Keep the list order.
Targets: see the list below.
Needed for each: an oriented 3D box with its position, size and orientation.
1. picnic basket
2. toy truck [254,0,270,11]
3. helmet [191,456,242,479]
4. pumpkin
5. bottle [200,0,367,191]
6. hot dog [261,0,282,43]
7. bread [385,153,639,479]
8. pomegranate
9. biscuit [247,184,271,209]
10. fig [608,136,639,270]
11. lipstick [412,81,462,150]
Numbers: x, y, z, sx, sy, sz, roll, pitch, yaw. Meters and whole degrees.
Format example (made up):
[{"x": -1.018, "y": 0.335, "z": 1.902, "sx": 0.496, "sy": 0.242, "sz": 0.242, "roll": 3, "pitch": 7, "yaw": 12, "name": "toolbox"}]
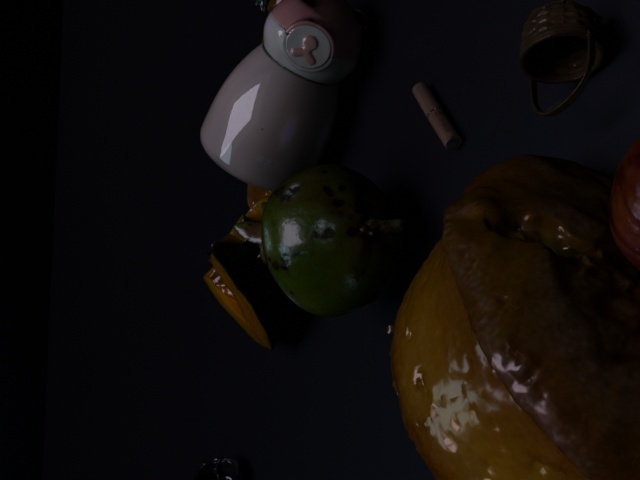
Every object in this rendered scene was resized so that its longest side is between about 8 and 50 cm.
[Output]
[{"x": 0.189, "y": -0.138, "z": 0.759, "sx": 0.072, "sy": 0.072, "sz": 0.083, "roll": -41, "pitch": 37, "yaw": 54, "name": "picnic basket"}, {"x": -0.068, "y": -0.394, "z": 1.315, "sx": 0.080, "sy": 0.078, "sz": 0.154, "roll": 56, "pitch": 134, "yaw": 50, "name": "toy truck"}, {"x": -0.133, "y": 0.337, "z": 1.338, "sx": 0.084, "sy": 0.049, "sz": 0.065, "roll": -8, "pitch": 42, "yaw": 37, "name": "helmet"}, {"x": -0.061, "y": 0.041, "z": 1.220, "sx": 0.149, "sy": 0.130, "sz": 0.254, "roll": 50, "pitch": 165, "yaw": 3, "name": "pumpkin"}, {"x": -0.034, "y": -0.188, "z": 1.145, "sx": 0.237, "sy": 0.147, "sz": 0.147, "roll": -60, "pitch": 35, "yaw": 26, "name": "bottle"}, {"x": -0.025, "y": -0.300, "z": 1.214, "sx": 0.061, "sy": 0.087, "sz": 0.286, "roll": -78, "pitch": -2, "yaw": -69, "name": "hot dog"}, {"x": 0.149, "y": 0.082, "z": 0.679, "sx": 0.194, "sy": 0.178, "sz": 0.340, "roll": -59, "pitch": 36, "yaw": 42, "name": "bread"}, {"x": 0.003, "y": -0.006, "z": 1.032, "sx": 0.220, "sy": 0.156, "sz": 0.156, "roll": -148, "pitch": 66, "yaw": -71, "name": "pomegranate"}, {"x": -0.065, "y": -0.096, "z": 1.311, "sx": 0.118, "sy": 0.023, "sz": 0.140, "roll": 46, "pitch": 125, "yaw": 56, "name": "biscuit"}, {"x": 0.244, "y": -0.023, "z": 0.575, "sx": 0.150, "sy": 0.128, "sz": 0.128, "roll": 30, "pitch": 112, "yaw": 62, "name": "fig"}, {"x": 0.115, "y": -0.124, "z": 0.964, "sx": 0.019, "sy": 0.019, "sz": 0.094, "roll": -64, "pitch": 34, "yaw": 35, "name": "lipstick"}]
